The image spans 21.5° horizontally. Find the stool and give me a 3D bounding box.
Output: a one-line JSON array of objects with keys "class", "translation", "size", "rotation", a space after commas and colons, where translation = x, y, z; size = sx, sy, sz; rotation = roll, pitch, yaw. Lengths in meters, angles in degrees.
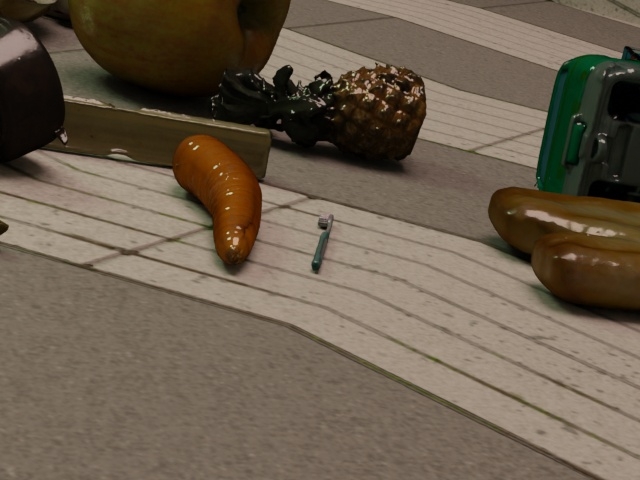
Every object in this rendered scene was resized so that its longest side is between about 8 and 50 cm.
[{"class": "stool", "translation": [-0.320, -0.153, 1.553], "size": [0.121, 0.125, 0.217], "rotation": [-26, 67, -32]}]

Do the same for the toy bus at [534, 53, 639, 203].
[{"class": "toy bus", "translation": [0.404, -0.090, 1.817], "size": [0.343, 0.184, 0.199], "rotation": [9, 11, -13]}]

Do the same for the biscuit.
[{"class": "biscuit", "translation": [0.317, 0.017, 1.597], "size": [0.290, 0.062, 0.237], "rotation": [7, 17, -15]}]

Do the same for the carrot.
[{"class": "carrot", "translation": [-0.082, -0.037, 1.509], "size": [0.066, 0.062, 0.271], "rotation": [41, 6, -29]}]

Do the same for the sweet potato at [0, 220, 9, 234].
[{"class": "sweet potato", "translation": [-0.320, -0.024, 1.321], "size": [0.153, 0.038, 0.041], "rotation": [8, -6, -7]}]

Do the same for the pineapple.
[{"class": "pineapple", "translation": [-0.007, -0.147, 1.865], "size": [0.237, 0.119, 0.111], "rotation": [6, 61, -6]}]

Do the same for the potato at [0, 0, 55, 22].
[{"class": "potato", "translation": [-0.458, -0.364, 2.173], "size": [0.239, 0.116, 0.299], "rotation": [16, 33, -47]}]

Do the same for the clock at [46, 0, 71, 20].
[{"class": "clock", "translation": [-0.332, -0.384, 2.401], "size": [0.284, 0.114, 0.309], "rotation": [-2, 22, -44]}]

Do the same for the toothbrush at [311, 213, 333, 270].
[{"class": "toothbrush", "translation": [0.000, 0.000, 1.516], "size": [0.014, 0.011, 0.167], "rotation": [8, 16, 2]}]

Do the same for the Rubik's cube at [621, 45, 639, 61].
[{"class": "Rubik's cube", "translation": [0.432, -0.139, 2.045], "size": [0.154, 0.155, 0.151], "rotation": [13, 14, 0]}]

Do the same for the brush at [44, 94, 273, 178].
[{"class": "brush", "translation": [-0.188, -0.108, 1.672], "size": [0.282, 0.054, 0.048], "rotation": [8, 7, -14]}]

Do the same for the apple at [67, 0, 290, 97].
[{"class": "apple", "translation": [-0.155, -0.288, 1.964], "size": [0.264, 0.264, 0.264], "rotation": [11, 16, -3]}]
